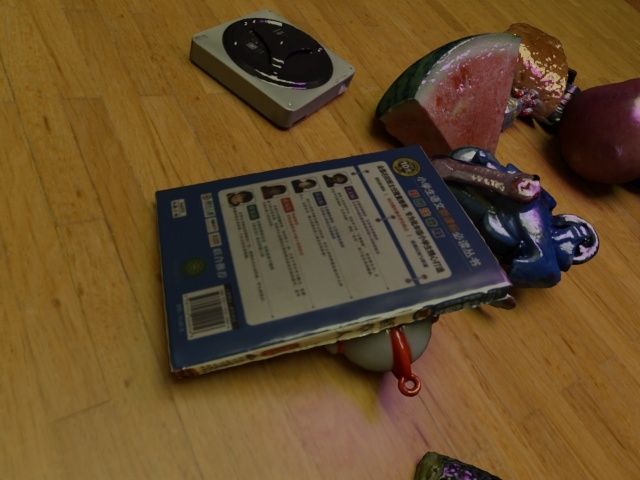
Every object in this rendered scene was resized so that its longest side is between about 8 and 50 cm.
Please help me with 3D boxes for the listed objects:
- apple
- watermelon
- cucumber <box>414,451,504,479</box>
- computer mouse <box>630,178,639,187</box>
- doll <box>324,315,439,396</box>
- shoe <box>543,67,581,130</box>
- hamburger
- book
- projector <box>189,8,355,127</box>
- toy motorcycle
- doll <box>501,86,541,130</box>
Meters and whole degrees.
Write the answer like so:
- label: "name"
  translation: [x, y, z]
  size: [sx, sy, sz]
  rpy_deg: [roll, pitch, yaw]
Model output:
- label: "apple"
  translation: [0.736, -0.265, 1.173]
  size: [0.305, 0.305, 0.235]
  rpy_deg: [-17, 99, -35]
- label: "watermelon"
  translation: [0.283, -0.291, 0.997]
  size: [0.292, 0.251, 0.283]
  rpy_deg: [40, 53, 13]
- label: "cucumber"
  translation: [0.221, 0.327, 0.602]
  size: [0.214, 0.052, 0.058]
  rpy_deg: [25, 77, -6]
- label: "computer mouse"
  translation: [0.930, -0.231, 1.242]
  size: [0.170, 0.269, 0.100]
  rpy_deg: [-37, 104, -48]
- label: "doll"
  translation: [0.062, 0.063, 0.697]
  size: [0.199, 0.105, 0.337]
  rpy_deg: [-12, 58, -14]
- label: "shoe"
  translation: [0.676, -0.403, 1.362]
  size: [0.099, 0.112, 0.228]
  rpy_deg: [26, 45, -6]
- label: "hamburger"
  translation: [0.538, -0.486, 1.330]
  size: [0.208, 0.162, 0.330]
  rpy_deg: [16, 53, -15]
- label: "book"
  translation: [0.000, 0.000, 0.665]
  size: [0.427, 0.039, 0.300]
  rpy_deg: [-11, 50, -11]
- label: "projector"
  translation: [-0.089, -0.371, 0.993]
  size: [0.259, 0.079, 0.257]
  rpy_deg: [37, 48, 8]
- label: "toy motorcycle"
  translation: [0.309, -0.019, 0.870]
  size: [0.319, 0.241, 0.182]
  rpy_deg: [40, 7, 17]
- label: "doll"
  translation: [0.474, -0.332, 1.215]
  size: [0.180, 0.094, 0.079]
  rpy_deg: [-24, 19, -9]
